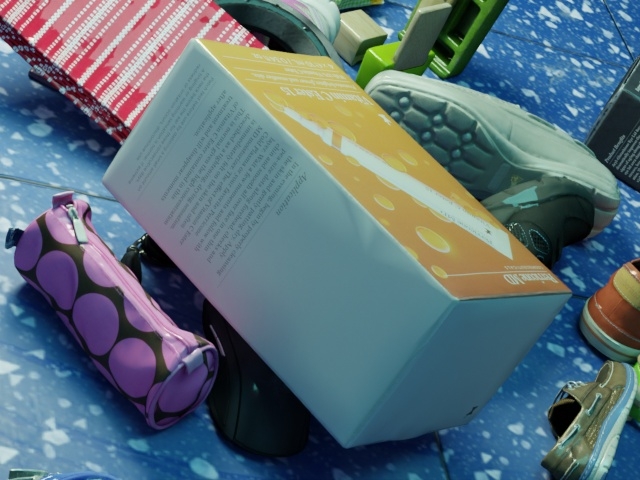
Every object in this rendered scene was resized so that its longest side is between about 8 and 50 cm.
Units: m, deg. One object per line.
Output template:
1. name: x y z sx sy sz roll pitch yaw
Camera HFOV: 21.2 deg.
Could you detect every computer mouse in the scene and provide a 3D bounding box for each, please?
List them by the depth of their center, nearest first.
1. computer mouse: -0.089 0.070 1.514 0.184 0.060 0.262 18 37 -18

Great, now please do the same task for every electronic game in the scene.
1. electronic game: -0.077 -0.162 1.769 0.229 0.048 0.229 9 64 -18

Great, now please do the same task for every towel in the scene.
1. towel: -0.179 -0.196 1.686 0.275 0.031 0.199 41 58 -5

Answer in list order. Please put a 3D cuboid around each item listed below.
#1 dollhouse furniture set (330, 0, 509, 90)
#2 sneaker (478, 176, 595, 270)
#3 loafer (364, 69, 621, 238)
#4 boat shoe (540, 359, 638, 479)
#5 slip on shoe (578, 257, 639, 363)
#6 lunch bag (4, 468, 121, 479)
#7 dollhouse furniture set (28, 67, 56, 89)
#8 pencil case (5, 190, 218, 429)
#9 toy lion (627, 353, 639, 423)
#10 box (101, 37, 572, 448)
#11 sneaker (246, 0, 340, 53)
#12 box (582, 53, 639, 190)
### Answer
1. dollhouse furniture set: 0.048 -0.330 2.025 0.301 0.151 0.198 45 38 22
2. sneaker: 0.173 0.024 1.735 0.341 0.125 0.139 -14 79 -46
3. loafer: 0.186 -0.104 1.889 0.319 0.112 0.111 27 29 -17
4. boat shoe: 0.255 0.166 1.630 0.066 0.066 0.183 29 35 1
5. slip on shoe: 0.412 0.051 1.853 0.331 0.101 0.123 -10 49 -44
6. lunch bag: -0.166 0.290 1.148 0.243 0.115 0.303 -5 48 -42
7. dollhouse furniture set: -0.219 -0.193 1.731 0.114 0.081 0.091 28 35 -2
8. pencil case: -0.172 0.057 1.441 0.209 0.098 0.095 45 38 20
9. toy lion: 0.351 0.165 1.733 0.096 0.034 0.100 36 35 -3
10. box: 0.012 -0.003 1.500 0.345 0.168 0.215 46 24 24
11. sneaker: -0.092 -0.249 1.871 0.252 0.103 0.111 17 35 -16
12. box: 0.442 -0.122 2.079 0.207 0.108 0.153 33 36 6
